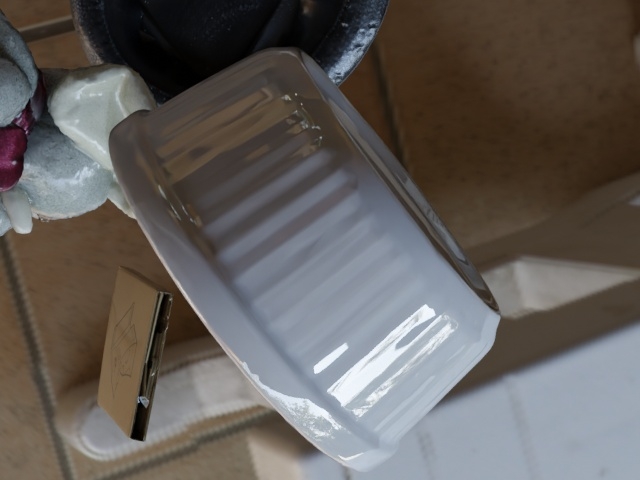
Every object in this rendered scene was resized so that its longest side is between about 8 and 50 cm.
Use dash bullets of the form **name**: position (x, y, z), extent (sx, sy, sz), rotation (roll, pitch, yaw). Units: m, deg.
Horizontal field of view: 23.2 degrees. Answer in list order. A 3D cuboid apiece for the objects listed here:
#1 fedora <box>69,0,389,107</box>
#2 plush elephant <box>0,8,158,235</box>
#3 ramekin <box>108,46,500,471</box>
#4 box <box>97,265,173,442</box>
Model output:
- **fedora**: position (-0.083, -0.272, 1.574), extent (0.334, 0.152, 0.334), rotation (2, 108, 6)
- **plush elephant**: position (-0.260, -0.078, 1.126), extent (0.330, 0.272, 0.255), rotation (-49, 123, -14)
- **ramekin**: position (0.000, 0.000, 0.971), extent (0.127, 0.273, 0.273), rotation (-38, 109, 8)
- **box**: position (-0.208, 0.122, 1.719), extent (0.021, 0.201, 0.164), rotation (10, 93, -20)
